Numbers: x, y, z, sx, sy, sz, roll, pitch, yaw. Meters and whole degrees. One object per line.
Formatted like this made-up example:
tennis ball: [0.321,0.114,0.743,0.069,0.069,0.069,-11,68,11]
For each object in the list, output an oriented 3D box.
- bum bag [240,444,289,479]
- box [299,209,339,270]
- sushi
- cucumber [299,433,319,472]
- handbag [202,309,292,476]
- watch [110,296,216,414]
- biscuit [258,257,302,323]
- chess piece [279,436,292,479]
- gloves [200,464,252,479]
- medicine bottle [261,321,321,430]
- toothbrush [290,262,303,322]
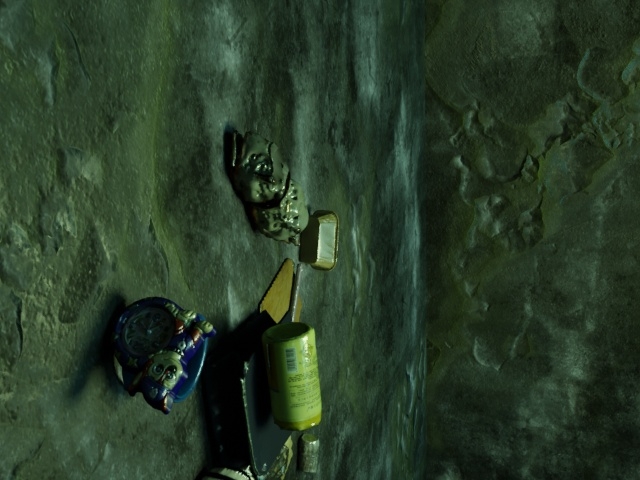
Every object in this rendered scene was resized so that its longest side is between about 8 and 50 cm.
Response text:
bum bag: [-0.164,0.576,1.731,0.248,0.069,0.102,-33,128,-45]
box: [0.000,0.000,2.056,0.111,0.111,0.177,-5,99,-69]
sushi: [-0.119,-0.121,1.675,0.332,0.129,0.124,68,33,-49]
cucumber: [-0.037,0.645,2.142,0.064,0.064,0.112,-5,101,-69]
handbag: [-0.146,0.356,1.703,0.329,0.121,0.304,-42,129,-62]
watch: [-0.282,0.210,1.292,0.200,0.171,0.196,78,36,-62]
biscuit: [-0.103,0.197,1.941,0.237,0.013,0.232,-60,147,-48]
chess piece: [-0.113,0.564,1.908,0.201,0.090,0.090,83,22,-46]
gloves: [-0.227,0.607,1.533,0.219,0.131,0.140,-74,155,-46]
medicine bottle: [-0.062,0.310,1.598,0.124,0.124,0.239,-34,122,-64]
toothbrush: [-0.077,0.237,1.958,0.024,0.029,0.354,70,27,-76]
